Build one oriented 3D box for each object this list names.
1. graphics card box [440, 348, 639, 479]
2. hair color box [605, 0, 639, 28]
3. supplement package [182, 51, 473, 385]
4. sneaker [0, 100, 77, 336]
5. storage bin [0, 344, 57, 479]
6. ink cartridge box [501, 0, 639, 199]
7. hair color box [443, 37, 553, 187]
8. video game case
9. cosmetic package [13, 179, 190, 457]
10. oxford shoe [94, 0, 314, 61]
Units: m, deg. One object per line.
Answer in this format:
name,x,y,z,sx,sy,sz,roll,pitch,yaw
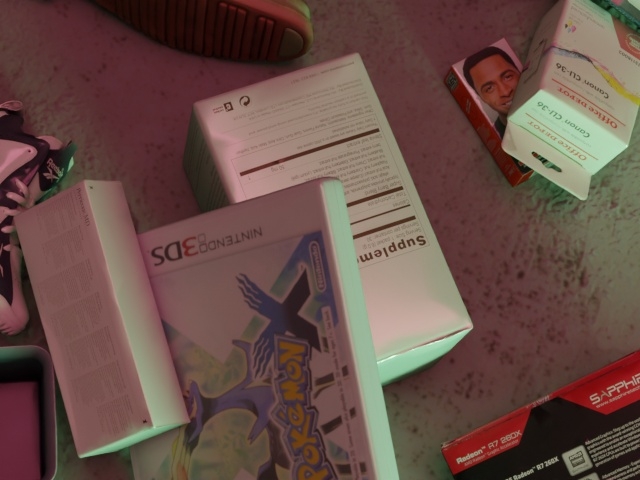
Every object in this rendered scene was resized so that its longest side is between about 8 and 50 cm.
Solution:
graphics card box,0.296,0.313,1.497,0.233,0.094,0.371,-28,76,12
hair color box,0.444,-0.251,1.670,0.347,0.105,0.174,37,102,-3
supplement package,0.000,0.000,1.547,0.175,0.177,0.293,-19,77,-14
sneaker,-0.297,-0.035,1.559,0.153,0.094,0.235,-25,68,-5
storage bin,-0.298,0.176,1.499,0.098,0.091,0.135,-3,73,-9
ink cartridge box,0.268,-0.151,1.648,0.115,0.067,0.198,30,53,-12
hair color box,0.199,-0.136,1.686,0.072,0.043,0.141,-30,79,-15
video game case,-0.071,0.135,1.436,0.036,0.300,0.329,-5,82,-50
cosmetic package,-0.203,0.072,1.477,0.060,0.099,0.239,-1,71,-55
oxford shoe,-0.181,-0.307,1.638,0.397,0.140,0.146,22,65,-3
